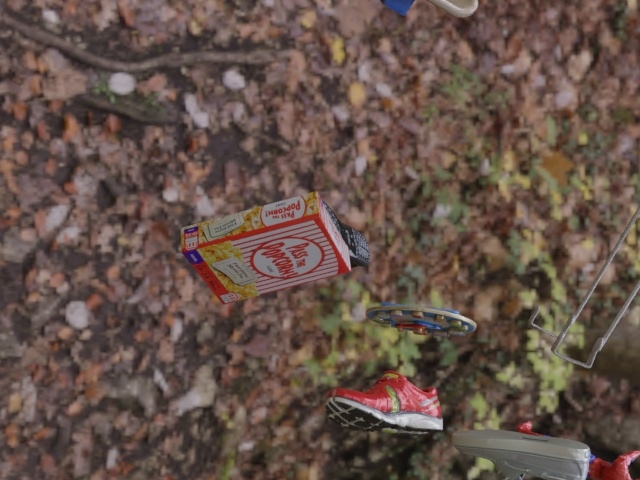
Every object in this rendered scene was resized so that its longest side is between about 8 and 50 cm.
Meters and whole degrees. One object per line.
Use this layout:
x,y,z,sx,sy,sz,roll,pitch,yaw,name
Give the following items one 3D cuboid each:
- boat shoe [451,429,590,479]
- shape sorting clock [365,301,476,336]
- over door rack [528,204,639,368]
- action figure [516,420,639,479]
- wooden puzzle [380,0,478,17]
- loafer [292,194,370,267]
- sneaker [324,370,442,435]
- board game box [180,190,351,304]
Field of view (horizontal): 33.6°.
0.322,0.358,1.729,0.079,0.228,0.081,-2,95,-66,boat shoe
0.186,0.151,1.973,0.206,0.206,0.040,25,69,-58,shape sorting clock
0.448,0.045,1.483,0.324,0.108,0.239,-48,-179,5,over door rack
0.528,0.425,2.051,0.139,0.280,0.091,-1,103,-43,action figure
0.048,-0.472,1.706,0.348,0.322,0.080,16,118,-32,wooden puzzle
0.000,0.000,1.730,0.220,0.078,0.080,37,40,-48,loafer
0.119,0.309,2.061,0.279,0.107,0.118,16,62,-36,sneaker
-0.072,0.013,1.442,0.146,0.194,0.045,59,19,-53,board game box
